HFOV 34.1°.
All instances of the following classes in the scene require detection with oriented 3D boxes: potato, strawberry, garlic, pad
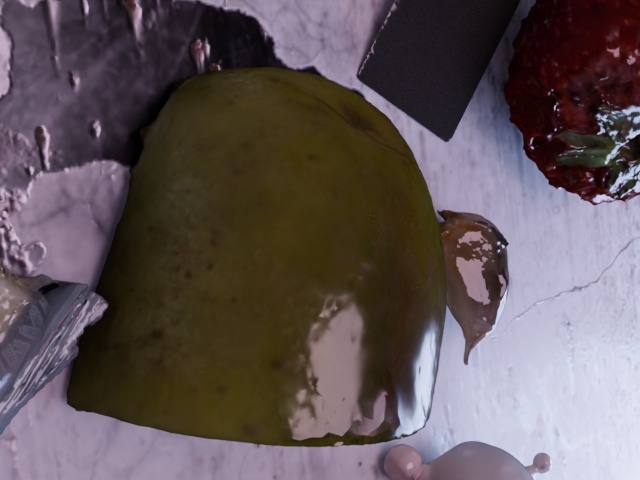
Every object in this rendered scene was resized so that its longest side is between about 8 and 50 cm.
[{"bbox_3d":[0.000,0.000,0.818,0.330,0.212,0.280,3,90,-42],"label":"potato"},{"bbox_3d":[0.312,-0.186,1.081,0.274,0.274,0.220,26,38,-38],"label":"strawberry"},{"bbox_3d":[0.151,0.036,1.050,0.084,0.066,0.152,-22,103,-10],"label":"garlic"},{"bbox_3d":[0.129,-0.219,1.025,0.143,0.003,0.211,30,87,-37],"label":"pad"}]

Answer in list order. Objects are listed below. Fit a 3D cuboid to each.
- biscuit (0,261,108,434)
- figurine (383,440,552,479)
[{"bbox_3d":[-0.293,0.023,0.656,0.309,0.079,0.186,46,65,-30],"label":"biscuit"},{"bbox_3d":[0.123,0.276,0.986,0.256,0.182,0.144,-39,157,-40],"label":"figurine"}]
